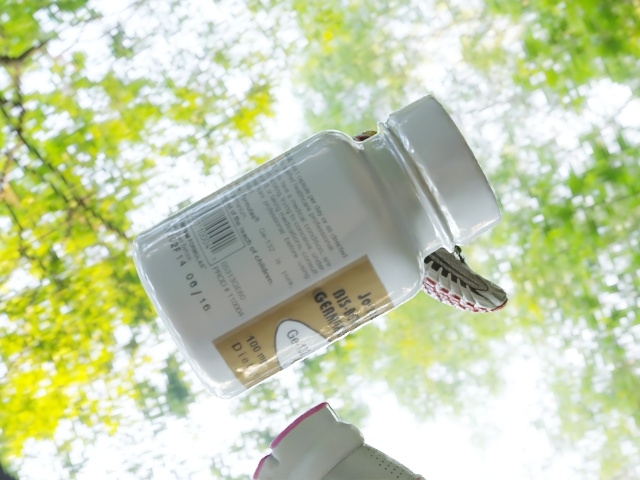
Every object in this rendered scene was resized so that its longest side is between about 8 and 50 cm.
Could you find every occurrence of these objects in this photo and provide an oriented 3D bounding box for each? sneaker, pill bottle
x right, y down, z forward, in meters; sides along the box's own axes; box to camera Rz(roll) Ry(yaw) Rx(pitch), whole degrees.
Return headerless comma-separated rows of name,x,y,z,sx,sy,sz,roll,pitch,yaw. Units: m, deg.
sneaker,0.097,-0.016,1.330,0.225,0.088,0.093,43,-95,-1
sneaker,-0.004,0.222,0.761,0.103,0.111,0.252,-20,-50,-67
pill bottle,0.000,0.000,0.946,0.131,0.229,0.131,60,-179,-1
